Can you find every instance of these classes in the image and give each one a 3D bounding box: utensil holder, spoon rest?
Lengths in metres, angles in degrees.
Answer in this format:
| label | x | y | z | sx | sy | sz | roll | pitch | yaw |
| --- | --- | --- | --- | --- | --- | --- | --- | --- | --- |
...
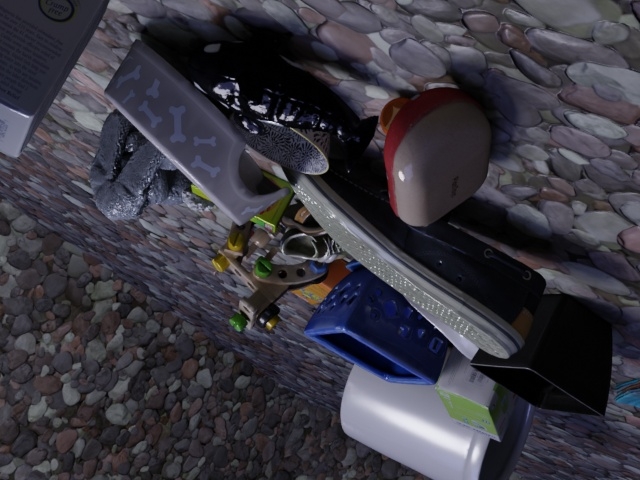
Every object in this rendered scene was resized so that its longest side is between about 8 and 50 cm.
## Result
| label | x | y | z | sx | sy | sz | roll | pitch | yaw |
| --- | --- | --- | --- | --- | --- | --- | --- | --- | --- |
| utensil holder | 0.290 | 0.417 | 2.338 | 0.385 | 0.328 | 0.328 | 21 | 163 | 30 |
| spoon rest | 0.251 | 0.128 | 1.810 | 0.137 | 0.084 | 0.276 | -29 | 108 | 34 |

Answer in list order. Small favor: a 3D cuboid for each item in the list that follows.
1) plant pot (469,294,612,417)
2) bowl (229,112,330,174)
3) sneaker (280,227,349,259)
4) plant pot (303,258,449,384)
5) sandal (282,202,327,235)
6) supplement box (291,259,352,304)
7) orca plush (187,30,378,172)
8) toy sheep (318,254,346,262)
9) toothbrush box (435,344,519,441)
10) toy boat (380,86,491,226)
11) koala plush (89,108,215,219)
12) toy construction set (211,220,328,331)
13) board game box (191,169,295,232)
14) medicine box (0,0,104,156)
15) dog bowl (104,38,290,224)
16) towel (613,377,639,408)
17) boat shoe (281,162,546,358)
| label | x | y | z | sx | sy | sz | roll | pitch | yaw |
| --- | --- | --- | --- | --- | --- | --- | --- | --- | --- |
| plant pot | 0.422 | 0.201 | 1.732 | 0.188 | 0.167 | 0.187 | 34 | 163 | -19 |
| bowl | -0.046 | -0.179 | 1.458 | 0.170 | 0.080 | 0.170 | 26 | 164 | 8 |
| sneaker | 0.012 | 0.010 | 1.835 | 0.192 | 0.086 | 0.064 | 2 | 113 | 15 |
| plant pot | 0.139 | 0.150 | 1.939 | 0.236 | 0.212 | 0.236 | 32 | 163 | -15 |
| sandal | -0.008 | -0.055 | 1.817 | 0.219 | 0.090 | 0.060 | 21 | 129 | 58 |
| supplement box | 0.005 | 0.095 | 2.222 | 0.078 | 0.080 | 0.233 | 32 | 165 | -11 |
| orca plush | -0.072 | -0.183 | 1.303 | 0.287 | 0.102 | 0.151 | 39 | 124 | 4 |
| toy sheep | 0.000 | 0.000 | 1.930 | 0.132 | 0.091 | 0.091 | 30 | 164 | -17 |
| toothbrush box | 0.354 | 0.281 | 2.015 | 0.122 | 0.206 | 0.283 | 19 | 161 | 22 |
| toy boat | 0.135 | -0.131 | 1.273 | 0.151 | 0.151 | 0.231 | 53 | 172 | 21 |
| koala plush | -0.328 | -0.128 | 1.912 | 0.196 | 0.203 | 0.221 | 33 | -167 | 33 |
| toy construction set | -0.159 | 0.069 | 2.057 | 0.257 | 0.237 | 0.308 | 45 | 161 | -17 |
| board game box | -0.148 | -0.099 | 1.841 | 0.181 | 0.092 | 0.043 | 26 | 163 | 4 |
| medicine box | -0.400 | -0.290 | 1.298 | 0.149 | 0.289 | 0.263 | 29 | 164 | -16 |
| dog bowl | -0.205 | -0.163 | 1.536 | 0.349 | 0.102 | 0.349 | 44 | 177 | 3 |
| towel | 0.792 | 0.365 | 1.885 | 0.370 | 0.040 | 0.271 | 26 | 164 | 4 |
| boat shoe | 0.149 | -0.009 | 1.563 | 0.500 | 0.156 | 0.187 | 36 | 170 | 12 |
